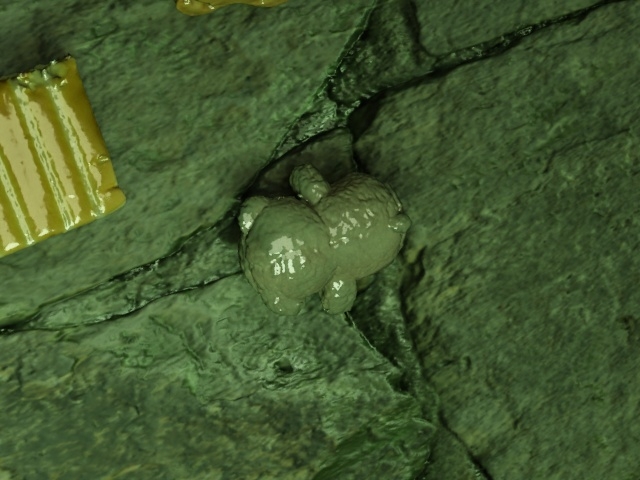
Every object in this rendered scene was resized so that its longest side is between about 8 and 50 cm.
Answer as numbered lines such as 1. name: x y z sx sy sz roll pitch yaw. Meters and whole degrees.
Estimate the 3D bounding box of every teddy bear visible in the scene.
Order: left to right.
1. teddy bear: 0.001 0.000 1.992 0.267 0.151 0.236 -21 97 -17

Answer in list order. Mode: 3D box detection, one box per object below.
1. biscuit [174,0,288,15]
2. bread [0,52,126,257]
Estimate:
1. biscuit: -0.144 -0.408 1.864 0.354 0.275 0.052 3 59 -42
2. bread: -0.421 -0.121 1.869 0.239 0.111 0.246 -23 97 -19
